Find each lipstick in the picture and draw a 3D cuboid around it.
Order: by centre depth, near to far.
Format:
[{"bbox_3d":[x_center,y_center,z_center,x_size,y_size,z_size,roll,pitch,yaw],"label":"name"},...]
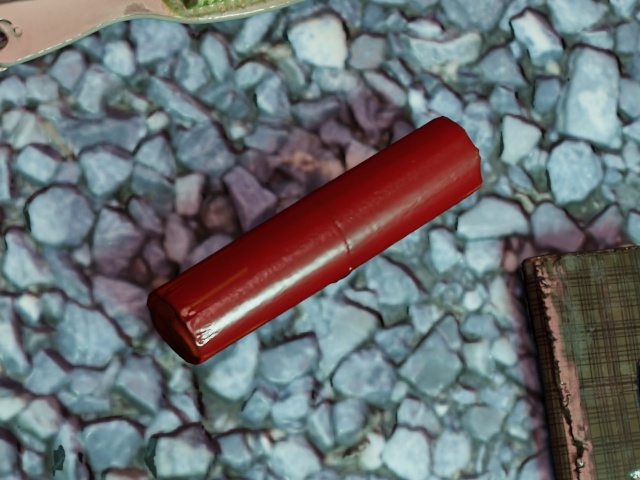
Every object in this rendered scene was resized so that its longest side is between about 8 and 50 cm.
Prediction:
[{"bbox_3d":[-0.001,-0.001,1.310,0.280,0.073,0.073,-31,89,-21],"label":"lipstick"}]

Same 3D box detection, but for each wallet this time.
[{"bbox_3d":[0.232,0.120,1.373,0.124,0.042,0.230,-6,79,-16],"label":"wallet"}]

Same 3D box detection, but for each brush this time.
[{"bbox_3d":[-0.122,-0.194,1.318,0.313,0.067,0.072,-17,85,-19],"label":"brush"}]
